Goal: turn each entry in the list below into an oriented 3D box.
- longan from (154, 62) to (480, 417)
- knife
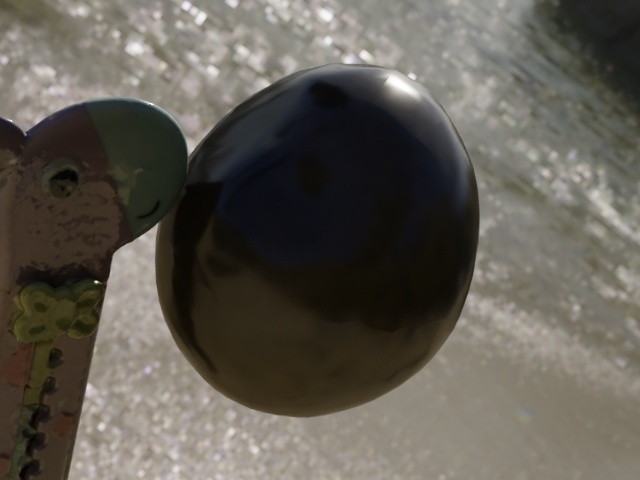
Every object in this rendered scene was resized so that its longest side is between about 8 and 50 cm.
[{"bbox_3d":[0.000,0.000,0.905,0.198,0.212,0.198,18,-9,3],"label":"longan"},{"bbox_3d":[-0.164,0.102,0.876,0.132,0.398,0.038,-1,31,-31],"label":"knife"}]
